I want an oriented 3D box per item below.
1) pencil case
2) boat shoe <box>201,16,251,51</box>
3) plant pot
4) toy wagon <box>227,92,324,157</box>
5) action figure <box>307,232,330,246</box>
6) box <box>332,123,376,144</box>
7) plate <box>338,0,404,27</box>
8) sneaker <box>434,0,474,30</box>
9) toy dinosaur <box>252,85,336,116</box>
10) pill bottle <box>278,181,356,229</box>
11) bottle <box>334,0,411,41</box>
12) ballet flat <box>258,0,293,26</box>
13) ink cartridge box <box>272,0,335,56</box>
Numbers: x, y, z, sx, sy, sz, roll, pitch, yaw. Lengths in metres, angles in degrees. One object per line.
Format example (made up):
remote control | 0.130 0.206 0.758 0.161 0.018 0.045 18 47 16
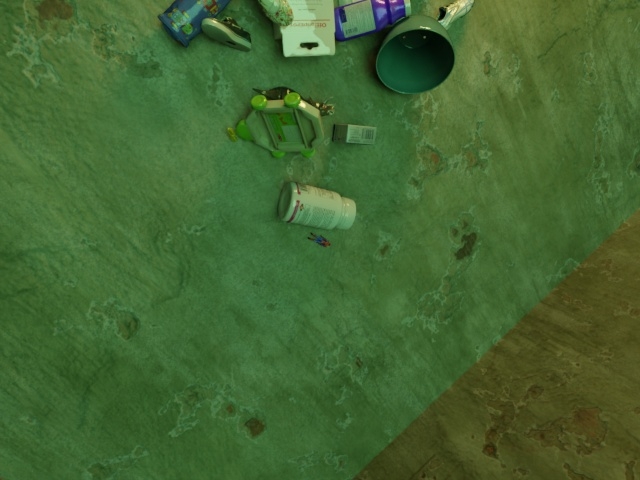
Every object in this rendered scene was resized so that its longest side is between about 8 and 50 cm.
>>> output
pencil case | -0.383 -0.772 1.339 0.306 0.133 0.119 -47 141 -3
boat shoe | -0.311 -0.700 1.374 0.219 0.078 0.070 -9 104 -63
plant pot | 0.364 -0.747 1.597 0.291 0.290 0.195 21 59 -26
toy wagon | -0.165 -0.407 1.486 0.345 0.068 0.267 2 150 13
action figure | 0.000 0.000 1.770 0.115 0.030 0.038 26 99 -31
box | 0.132 -0.421 1.643 0.126 0.137 0.072 -1 106 -22
plate | 0.195 -0.953 1.570 0.278 0.045 0.277 -18 111 -16
sneaker | 0.541 -0.941 1.693 0.237 0.085 0.086 -45 121 -7
toy dinosaur | -0.110 -0.502 1.549 0.314 0.121 0.160 19 73 -17
pill bottle | -0.012 -0.129 1.654 0.283 0.160 0.160 11 100 -24
bottle | 0.182 -0.818 1.506 0.283 0.092 0.118 -12 113 10
ballet flat | -0.184 -0.801 1.348 0.091 0.077 0.241 -40 88 31
ink cartridge box | -0.066 -0.830 1.452 0.207 0.119 0.352 -9 108 -17
